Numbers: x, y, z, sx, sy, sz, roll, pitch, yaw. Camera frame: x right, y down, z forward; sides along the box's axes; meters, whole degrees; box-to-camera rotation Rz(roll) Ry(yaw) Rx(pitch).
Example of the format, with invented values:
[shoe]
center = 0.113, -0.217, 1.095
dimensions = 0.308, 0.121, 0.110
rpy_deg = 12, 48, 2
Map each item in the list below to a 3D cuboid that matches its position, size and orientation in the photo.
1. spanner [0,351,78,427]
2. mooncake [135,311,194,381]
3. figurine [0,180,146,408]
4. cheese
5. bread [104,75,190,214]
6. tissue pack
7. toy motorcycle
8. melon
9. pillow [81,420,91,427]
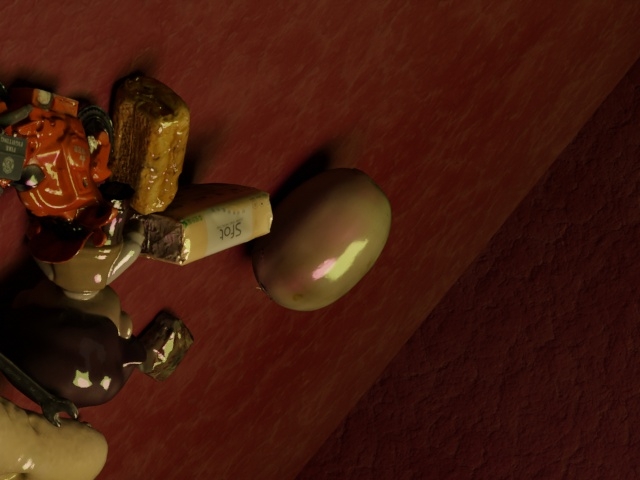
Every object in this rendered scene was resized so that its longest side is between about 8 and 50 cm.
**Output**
[spanner]
center = -0.450, 0.176, 1.647
dimensions = 0.054, 0.254, 0.015
rpy_deg = -41, -169, 30
[mooncake]
center = -0.302, 0.209, 2.239
dimensions = 0.125, 0.073, 0.130
rpy_deg = -50, 161, -4
[figurine]
center = -0.373, 0.078, 1.736
dimensions = 0.218, 0.206, 0.365
rpy_deg = 3, 103, -26
[cheese]
center = -0.463, 0.311, 1.712
dimensions = 0.328, 0.130, 0.351
rpy_deg = 5, 156, -24
[bread]
center = -0.253, -0.137, 1.688
dimensions = 0.083, 0.114, 0.211
rpy_deg = -35, 158, -40
[tissue pack]
center = -0.209, -0.032, 1.859
dimensions = 0.222, 0.186, 0.090
rpy_deg = -21, 114, -51
[toy motorcycle]
center = -0.371, -0.085, 1.477
dimensions = 0.325, 0.147, 0.221
rpy_deg = 10, 85, -63
[melon]
center = 0.000, 0.000, 2.287
dimensions = 0.317, 0.223, 0.223
rpy_deg = -46, 160, 6
[pillow]
center = -0.509, 0.442, 2.210
dimensions = 0.171, 0.075, 0.179
rpy_deg = -29, 150, -42
